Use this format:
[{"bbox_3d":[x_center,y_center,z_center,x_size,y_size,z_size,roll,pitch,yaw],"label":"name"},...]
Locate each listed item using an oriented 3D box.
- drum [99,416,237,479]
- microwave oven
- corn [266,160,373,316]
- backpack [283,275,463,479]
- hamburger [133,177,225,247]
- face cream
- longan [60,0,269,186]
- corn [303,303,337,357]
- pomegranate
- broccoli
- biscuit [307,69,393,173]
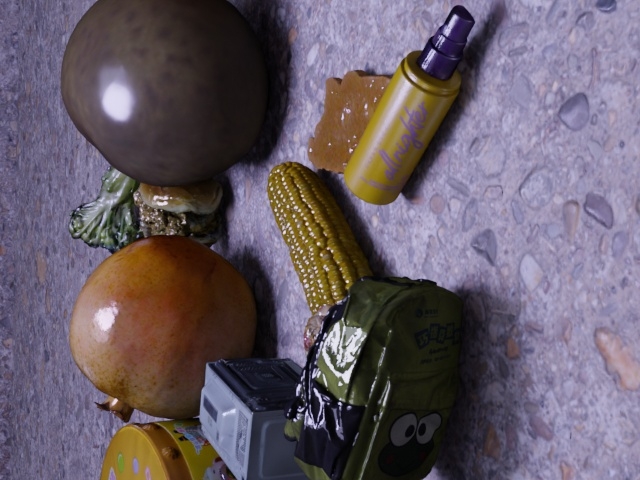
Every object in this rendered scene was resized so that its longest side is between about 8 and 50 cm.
[{"bbox_3d":[-0.203,0.495,1.659,0.431,0.214,0.431,-1,89,60],"label":"drum"},{"bbox_3d":[-0.077,0.257,1.480,0.208,0.162,0.123,-152,65,-62],"label":"microwave oven"},{"bbox_3d":[0.002,0.003,1.398,0.102,0.101,0.313,-64,34,39],"label":"corn"},{"bbox_3d":[0.070,0.159,1.168,0.140,0.207,0.253,22,101,38],"label":"backpack"},{"bbox_3d":[-0.246,-0.067,1.786,0.185,0.159,0.131,-120,24,-55],"label":"hamburger"},{"bbox_3d":[0.112,-0.161,1.210,0.273,0.078,0.078,-61,40,41],"label":"face cream"},{"bbox_3d":[-0.247,-0.246,1.638,0.361,0.360,0.361,2,93,61],"label":"longan"},{"bbox_3d":[0.031,0.177,1.301,0.079,0.079,0.237,55,166,46],"label":"corn"},{"bbox_3d":[-0.260,0.150,1.643,0.319,0.319,0.319,2,93,61],"label":"pomegranate"},{"bbox_3d":[-0.407,-0.111,2.114,0.304,0.164,0.145,-60,8,23],"label":"broccoli"},{"bbox_3d":[0.050,-0.157,1.366,0.250,0.035,0.163,-25,74,60],"label":"biscuit"}]
